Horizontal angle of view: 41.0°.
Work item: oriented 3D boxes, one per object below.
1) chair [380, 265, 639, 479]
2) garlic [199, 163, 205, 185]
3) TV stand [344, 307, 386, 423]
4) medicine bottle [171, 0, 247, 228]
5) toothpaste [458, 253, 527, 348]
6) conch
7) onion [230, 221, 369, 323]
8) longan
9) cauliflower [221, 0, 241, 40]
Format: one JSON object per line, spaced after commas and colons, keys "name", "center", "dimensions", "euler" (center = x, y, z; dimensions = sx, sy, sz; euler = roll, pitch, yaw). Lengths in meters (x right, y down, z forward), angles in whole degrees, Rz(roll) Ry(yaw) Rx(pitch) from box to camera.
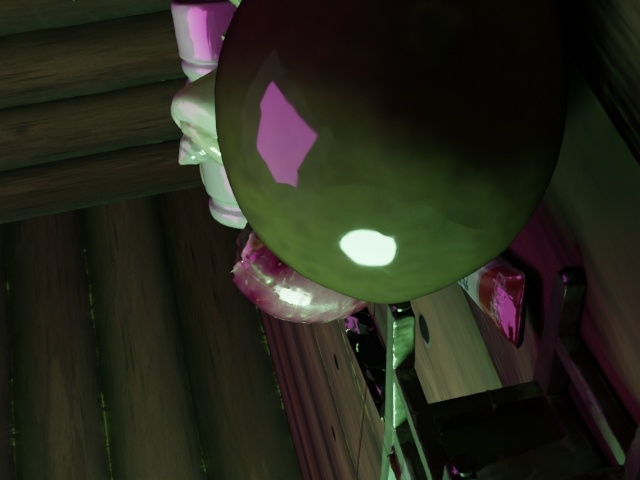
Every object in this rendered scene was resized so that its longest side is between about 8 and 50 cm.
{"name": "chair", "center": [0.122, 0.165, 0.588], "dimensions": [0.147, 0.136, 0.270], "euler": [-109, 13, -46]}
{"name": "garlic", "center": [-0.134, -0.168, 1.681], "dimensions": [0.110, 0.217, 0.228], "euler": [14, 104, 44]}
{"name": "TV stand", "center": [0.081, 0.186, 1.196], "dimensions": [0.249, 0.036, 0.042], "euler": [-113, 16, -52]}
{"name": "medicine bottle", "center": [-0.084, -0.195, 1.209], "dimensions": [0.202, 0.202, 0.316], "euler": [-120, 21, -64]}
{"name": "toothpaste", "center": [0.120, 0.008, 0.730], "dimensions": [0.239, 0.039, 0.062], "euler": [-123, 30, -62]}
{"name": "conch", "center": [-0.060, -0.162, 1.020], "dimensions": [0.127, 0.255, 0.158], "euler": [59, -179, 12]}
{"name": "onion", "center": [0.005, -0.007, 0.952], "dimensions": [0.207, 0.201, 0.200], "euler": [-72, -21, -57]}
{"name": "longan", "center": [0.044, -0.087, 0.515], "dimensions": [0.248, 0.248, 0.248], "euler": [168, 90, -81]}
{"name": "cauliflower", "center": [-0.087, -0.325, 0.875], "dimensions": [0.327, 0.281, 0.260], "euler": [48, 121, 57]}
